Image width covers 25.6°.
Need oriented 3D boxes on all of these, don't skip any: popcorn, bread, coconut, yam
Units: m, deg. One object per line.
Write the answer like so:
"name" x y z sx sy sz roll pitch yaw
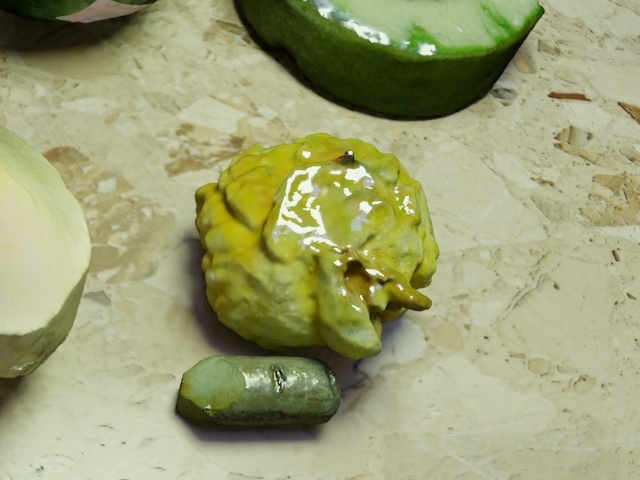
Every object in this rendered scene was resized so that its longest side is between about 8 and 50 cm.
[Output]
"popcorn" 0.000 0.000 1.367 0.233 0.192 0.266 -20 47 -26
"bread" 0.084 -0.321 1.686 0.382 0.129 0.366 13 51 -13
"coconut" -0.319 0.004 1.198 0.259 0.259 0.259 11 51 -14
"yam" -0.059 0.140 1.319 0.146 0.070 0.070 4 54 -21

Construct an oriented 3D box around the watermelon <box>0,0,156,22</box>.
"watermelon" -0.273 -0.405 1.472 0.363 0.363 0.363 11 51 -14
